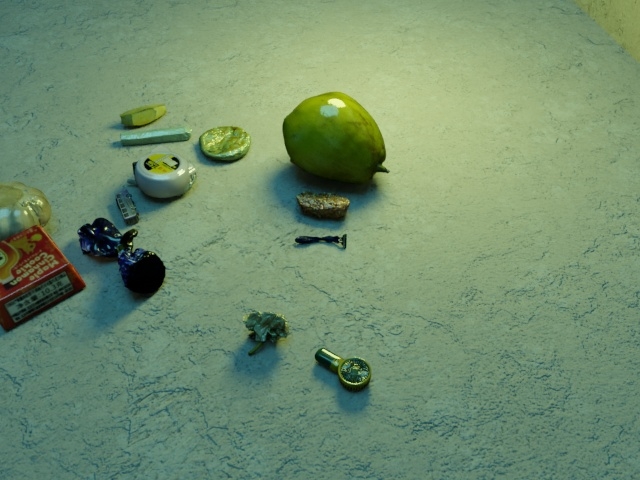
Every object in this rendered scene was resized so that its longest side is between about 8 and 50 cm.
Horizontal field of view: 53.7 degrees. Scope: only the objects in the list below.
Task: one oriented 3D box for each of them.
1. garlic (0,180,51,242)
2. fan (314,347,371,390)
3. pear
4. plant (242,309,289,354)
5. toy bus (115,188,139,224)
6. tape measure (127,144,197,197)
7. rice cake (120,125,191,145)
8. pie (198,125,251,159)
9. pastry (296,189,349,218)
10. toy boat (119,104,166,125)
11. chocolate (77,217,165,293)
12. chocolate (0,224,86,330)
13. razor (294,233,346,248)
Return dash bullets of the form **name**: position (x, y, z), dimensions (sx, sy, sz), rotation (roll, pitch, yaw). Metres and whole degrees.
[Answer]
- **garlic**: position (-0.911, -0.078, 1.851), dimensions (0.227, 0.152, 0.228), rotation (10, 33, -6)
- **fan**: position (0.054, 0.313, 1.561), dimensions (0.155, 0.039, 0.082), rotation (27, 52, 25)
- **pear**: position (0.062, -0.316, 2.023), dimensions (0.375, 0.287, 0.287), rotation (34, 52, 7)
- **plant**: position (-0.145, 0.235, 1.603), dimensions (0.116, 0.104, 0.122), rotation (4, 67, 34)
- **toy bus**: position (-0.599, -0.103, 1.959), dimensions (0.052, 0.037, 0.131), rotation (-22, 51, -14)
- **tape measure**: position (-0.507, -0.209, 2.023), dimensions (0.196, 0.105, 0.178), rotation (34, 47, 26)
- **rice cake**: position (-0.573, -0.366, 2.211), dimensions (0.245, 0.042, 0.045), rotation (-7, 49, -8)
- **pie**: position (-0.329, -0.337, 2.186), dimensions (0.186, 0.041, 0.187), rotation (0, 46, 0)
- **pastry**: position (0.006, -0.105, 1.955), dimensions (0.169, 0.063, 0.087), rotation (9, 37, 15)
- **toy boat**: position (-0.638, -0.455, 2.285), dimensions (0.172, 0.065, 0.066), rotation (-20, 30, -22)
- **chocolate**: position (-0.571, 0.025, 1.795), dimensions (0.343, 0.126, 0.149), rotation (30, 90, 35)
- **chocolate**: position (-0.807, 0.089, 1.722), dimensions (0.237, 0.108, 0.234), rotation (-31, 55, -29)
- **razor**: position (0.001, -0.001, 1.875), dimensions (0.154, 0.044, 0.028), rotation (0, 16, 4)
